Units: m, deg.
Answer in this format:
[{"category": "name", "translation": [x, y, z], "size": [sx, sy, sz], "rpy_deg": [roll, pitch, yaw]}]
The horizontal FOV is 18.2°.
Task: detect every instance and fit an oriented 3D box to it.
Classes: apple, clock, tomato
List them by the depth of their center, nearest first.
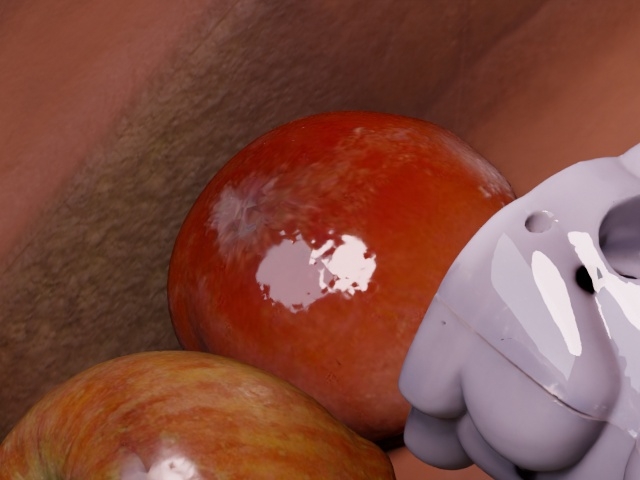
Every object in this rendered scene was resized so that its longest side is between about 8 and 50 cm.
[{"category": "clock", "translation": [0.178, 0.100, 0.855], "size": [0.189, 0.189, 0.254], "rpy_deg": [-46, 56, 6]}, {"category": "apple", "translation": [-0.069, 0.159, 0.987], "size": [0.211, 0.188, 0.211], "rpy_deg": [-26, 51, 37]}, {"category": "tomato", "translation": [0.000, 0.000, 1.097], "size": [0.228, 0.112, 0.199], "rpy_deg": [15, 71, 41]}]
